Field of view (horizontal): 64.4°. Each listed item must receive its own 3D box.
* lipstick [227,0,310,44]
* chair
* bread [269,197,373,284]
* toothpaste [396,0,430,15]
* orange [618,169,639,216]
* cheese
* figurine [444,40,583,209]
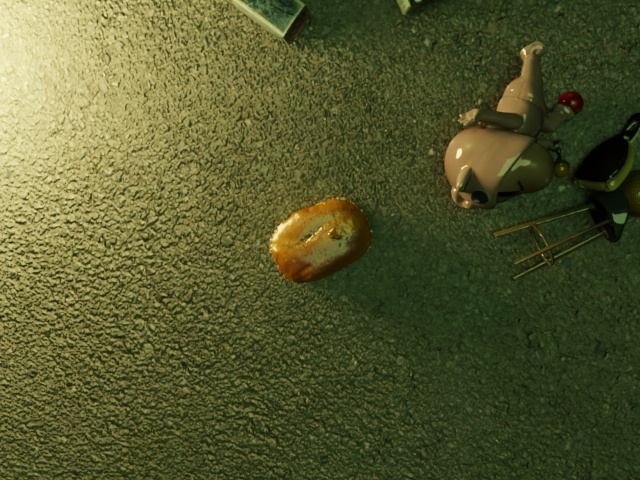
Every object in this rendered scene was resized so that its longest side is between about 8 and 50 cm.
[{"bbox_3d":[-0.155,-0.465,0.900,0.289,0.076,0.077,37,101,2],"label":"lipstick"},{"bbox_3d":[0.435,-0.006,0.908,0.221,0.104,0.095,-28,124,12],"label":"chair"},{"bbox_3d":[0.000,0.000,0.933,0.190,0.114,0.132,-28,92,2],"label":"bread"},{"bbox_3d":[0.274,-0.486,0.857,0.312,0.089,0.071,-26,101,7],"label":"toothpaste"},{"bbox_3d":[0.563,-0.082,0.885,0.095,0.085,0.085,-6,97,-8],"label":"orange"},{"bbox_3d":[0.519,-0.159,0.890,0.036,0.086,0.162,39,84,-26],"label":"cheese"},{"bbox_3d":[0.334,-0.171,0.856,0.186,0.176,0.287,34,84,25],"label":"figurine"}]
